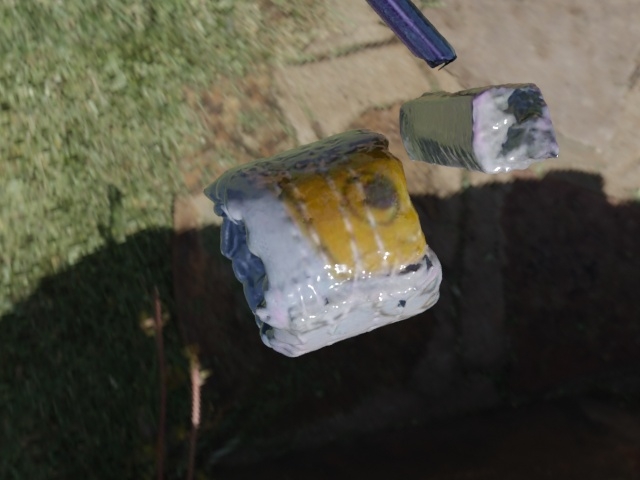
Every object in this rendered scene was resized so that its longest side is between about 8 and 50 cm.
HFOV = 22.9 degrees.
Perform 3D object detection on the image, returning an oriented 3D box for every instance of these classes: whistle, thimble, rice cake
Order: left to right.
[{"bbox_3d":[0.000,0.002,1.003,0.118,0.151,0.127,-20,86,-8],"label":"thimble"},{"bbox_3d":[0.056,-0.222,1.425,0.033,0.033,0.176,-43,103,4],"label":"whistle"},{"bbox_3d":[0.124,-0.098,1.369,0.064,0.399,0.070,-12,95,-6],"label":"rice cake"}]
